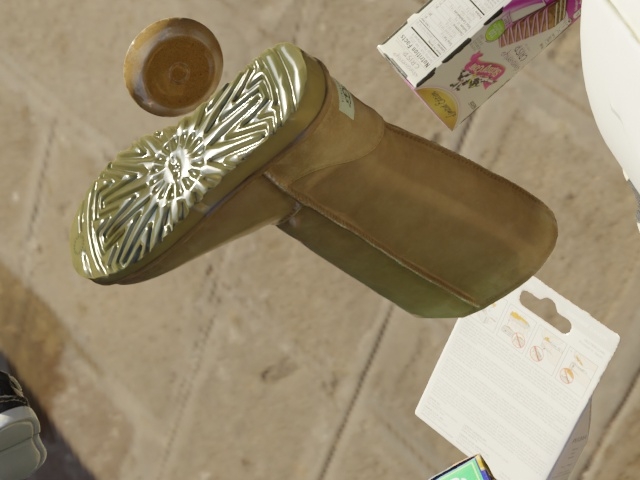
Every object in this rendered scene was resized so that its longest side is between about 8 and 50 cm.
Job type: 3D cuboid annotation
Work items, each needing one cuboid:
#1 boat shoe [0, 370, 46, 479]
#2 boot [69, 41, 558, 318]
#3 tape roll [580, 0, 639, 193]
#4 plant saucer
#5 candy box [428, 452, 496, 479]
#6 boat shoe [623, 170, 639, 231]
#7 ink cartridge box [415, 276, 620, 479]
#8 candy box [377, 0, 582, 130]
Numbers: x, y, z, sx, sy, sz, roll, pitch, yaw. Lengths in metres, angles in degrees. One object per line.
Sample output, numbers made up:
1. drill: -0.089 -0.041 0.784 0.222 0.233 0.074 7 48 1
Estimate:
1. boat shoe: -0.191 0.115 0.805 0.038 0.046 0.125 60 159 20
2. boot: 0.000 0.000 0.940 0.236 0.269 0.089 -31 50 28
3. tape roll: 0.284 -0.102 0.708 0.100 0.286 0.286 -106 31 -53
4. plant saucer: -0.114 -0.135 1.083 0.015 0.083 0.083 -133 47 -55
5. candy box: 0.156 0.358 0.978 0.268 0.122 0.317 60 -176 -29
6. boat shoe: 0.414 -0.066 1.520 0.096 0.324 0.116 40 118 -15
7. ink cartridge box: 0.219 0.147 1.475 0.181 0.056 0.225 37 115 31
8. candy box: 0.189 -0.238 1.471 0.233 0.159 0.071 -41 67 8
